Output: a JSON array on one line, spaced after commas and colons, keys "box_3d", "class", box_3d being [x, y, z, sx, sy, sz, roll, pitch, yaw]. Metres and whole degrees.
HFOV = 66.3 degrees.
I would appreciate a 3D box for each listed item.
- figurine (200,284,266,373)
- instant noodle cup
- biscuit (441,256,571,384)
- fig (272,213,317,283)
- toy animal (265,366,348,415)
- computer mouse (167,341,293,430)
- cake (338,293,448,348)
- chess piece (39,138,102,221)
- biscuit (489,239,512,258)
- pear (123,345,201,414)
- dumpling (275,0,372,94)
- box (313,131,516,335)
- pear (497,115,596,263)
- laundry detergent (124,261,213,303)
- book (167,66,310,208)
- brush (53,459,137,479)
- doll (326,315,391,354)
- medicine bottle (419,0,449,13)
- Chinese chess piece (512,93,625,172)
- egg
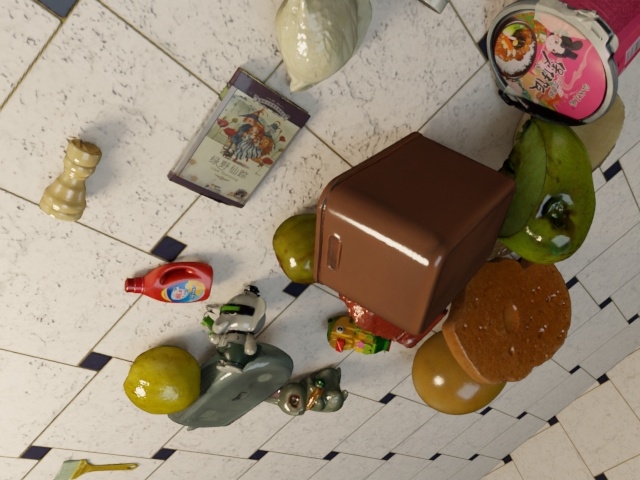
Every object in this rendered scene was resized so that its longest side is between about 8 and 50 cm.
[{"box_3d": [-0.174, 0.185, 1.056, 0.126, 0.192, 0.147, 32, 147, -30], "class": "figurine"}, {"box_3d": [0.462, -0.362, 0.881, 0.181, 0.302, 0.258, -43, 103, -8], "class": "instant noodle cup"}, {"box_3d": [0.532, 0.217, 1.381, 0.456, 0.349, 0.078, -9, 175, -25], "class": "biscuit"}, {"box_3d": [-0.002, 0.015, 1.011, 0.187, 0.142, 0.148, -12, 160, -2], "class": "fig"}, {"box_3d": [-0.052, 0.442, 1.378, 0.252, 0.125, 0.127, -6, 102, -16], "class": "toy animal"}, {"box_3d": [-0.223, 0.351, 1.202, 0.371, 0.121, 0.188, -43, 135, 22], "class": "computer mouse"}, {"box_3d": [0.173, 0.134, 1.187, 0.283, 0.177, 0.151, 25, 114, -34], "class": "cake"}, {"box_3d": [-0.391, -0.097, 0.770, 0.066, 0.066, 0.122, 16, 113, -37], "class": "chess piece"}, {"box_3d": [0.505, -0.060, 1.290, 0.262, 0.037, 0.261, -14, 132, -17], "class": "biscuit"}, {"box_3d": [-0.347, 0.307, 1.084, 0.162, 0.148, 0.148, 17, 119, -24], "class": "pear"}, {"box_3d": [0.010, -0.326, 0.745, 0.166, 0.126, 0.215, -35, 135, -19], "class": "dumpling"}, {"box_3d": [0.181, -0.019, 0.925, 0.339, 0.229, 0.239, -35, 144, -39], "class": "box"}, {"box_3d": [0.462, -0.090, 0.979, 0.164, 0.255, 0.238, 16, 125, -7], "class": "pear"}, {"box_3d": [-0.303, 0.084, 0.979, 0.165, 0.049, 0.097, 2, 119, -28], "class": "laundry detergent"}, {"box_3d": [-0.142, -0.166, 0.864, 0.158, 0.026, 0.231, 23, 114, -40], "class": "book"}, {"box_3d": [-0.590, 0.610, 1.308, 0.205, 0.011, 0.083, 16, 118, -38], "class": "brush"}, {"box_3d": [0.107, 0.237, 1.282, 0.187, 0.134, 0.106, -5, 132, -15], "class": "doll"}, {"box_3d": [0.200, -0.426, 0.797, 0.058, 0.058, 0.091, 16, 118, -37], "class": "medicine bottle"}, {"box_3d": [0.565, -0.244, 1.118, 0.250, 0.103, 0.249, -14, 132, -16], "class": "Chinese chess piece"}, {"box_3d": [0.430, 0.384, 1.485, 0.323, 0.250, 0.250, -26, 136, -19], "class": "egg"}]
